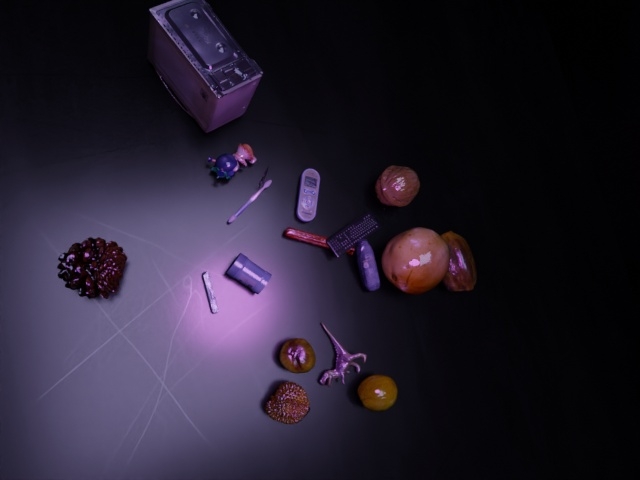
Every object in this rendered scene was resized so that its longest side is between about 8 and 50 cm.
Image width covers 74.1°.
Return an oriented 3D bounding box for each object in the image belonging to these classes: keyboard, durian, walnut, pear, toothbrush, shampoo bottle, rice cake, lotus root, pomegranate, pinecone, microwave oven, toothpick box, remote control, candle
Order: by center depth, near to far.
[{"bbox_3d":[-0.783,0.094,1.448,0.222,0.221,0.221,5,77,-21],"label":"pinecone"},{"bbox_3d":[-0.120,0.625,1.631,0.168,0.137,0.158,23,92,-7],"label":"durian"},{"bbox_3d":[-0.429,0.202,1.650,0.029,0.033,0.170,-13,84,-24],"label":"rice cake"},{"bbox_3d":[-0.456,-0.689,1.675,0.247,0.333,0.394,-39,94,-28],"label":"microwave oven"},{"bbox_3d":[-0.285,0.133,1.685,0.153,0.101,0.101,37,68,-11],"label":"toothpick box"},{"bbox_3d":[0.235,0.634,1.757,0.162,0.149,0.148,-14,84,-13],"label":"pear"},{"bbox_3d":[-0.296,-0.166,1.784,0.021,0.027,0.269,41,67,1],"label":"toothbrush"},{"bbox_3d":[0.000,0.000,1.854,0.330,0.048,0.051,16,50,-18],"label":"candle"},{"bbox_3d":[0.208,0.109,1.876,0.087,0.049,0.233,-22,105,-28],"label":"shampoo bottle"},{"bbox_3d":[-0.055,-0.200,1.877,0.087,0.047,0.244,11,75,-16],"label":"remote control"},{"bbox_3d":[0.429,0.081,1.882,0.320,0.319,0.318,5,77,-21],"label":"pomegranate"},{"bbox_3d":[0.189,-0.054,1.913,0.381,0.041,0.103,-33,85,-32],"label":"keyboard"},{"bbox_3d":[0.353,-0.252,1.965,0.214,0.213,0.213,5,77,-21],"label":"walnut"},{"bbox_3d":[0.633,0.101,2.025,0.193,0.193,0.290,-15,87,-24],"label":"lotus root"}]

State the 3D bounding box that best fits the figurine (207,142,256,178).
[{"bbox_3d":[-0.367,-0.331,1.755,0.112,0.102,0.195,37,68,25],"label":"figurine"}]

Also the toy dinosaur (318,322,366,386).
[{"bbox_3d":[0.086,0.485,1.775,0.200,0.072,0.251,9,85,-9],"label":"toy dinosaur"}]

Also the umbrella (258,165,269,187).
[{"bbox_3d":[-0.246,-0.273,1.834,0.013,0.022,0.122,16,60,9],"label":"umbrella"}]

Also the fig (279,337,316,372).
[{"bbox_3d":[-0.088,0.460,1.681,0.153,0.121,0.136,44,72,-8],"label":"fig"}]
